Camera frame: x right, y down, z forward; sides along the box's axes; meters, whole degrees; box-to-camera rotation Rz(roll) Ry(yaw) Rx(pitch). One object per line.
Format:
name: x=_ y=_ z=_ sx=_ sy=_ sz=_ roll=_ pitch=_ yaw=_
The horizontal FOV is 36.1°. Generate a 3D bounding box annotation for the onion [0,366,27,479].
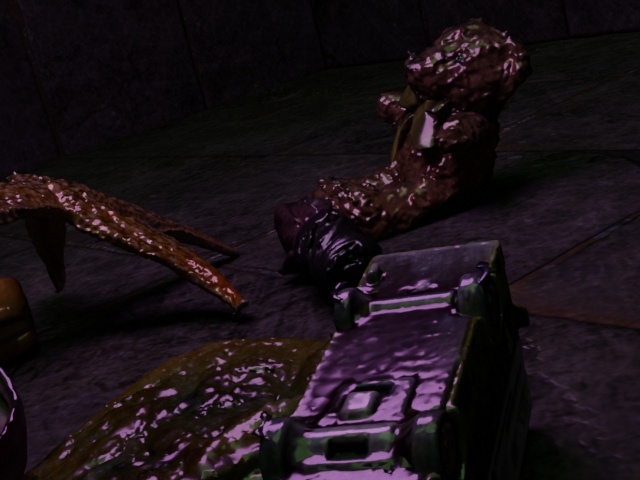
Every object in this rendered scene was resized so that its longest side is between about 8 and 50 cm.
onion: x=-0.371 y=0.155 z=0.632 sx=0.348 sy=0.159 sz=0.267 roll=21 pitch=19 yaw=20

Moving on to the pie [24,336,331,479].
pie: x=-0.087 y=0.138 z=0.711 sx=0.277 sy=0.078 sz=0.277 roll=-12 pitch=14 yaw=3

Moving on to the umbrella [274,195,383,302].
umbrella: x=0.000 y=0.000 z=1.103 sx=0.090 sy=0.094 sz=0.326 roll=-3 pitch=13 yaw=-13

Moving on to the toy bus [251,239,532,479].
toy bus: x=0.048 y=0.120 z=0.555 sx=0.113 sy=0.139 sz=0.302 roll=-8 pitch=24 yaw=23

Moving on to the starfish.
starfish: x=-0.274 y=0.002 z=1.125 sx=0.384 sy=0.132 sz=0.398 roll=18 pitch=-7 yaw=-10

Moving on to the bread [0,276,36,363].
bread: x=-0.399 y=0.094 z=1.153 sx=0.116 sy=0.077 sz=0.200 roll=-19 pitch=14 yaw=-17

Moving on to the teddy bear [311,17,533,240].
teddy bear: x=0.124 y=-0.145 z=1.258 sx=0.296 sy=0.222 sz=0.246 roll=-17 pitch=18 yaw=-9
